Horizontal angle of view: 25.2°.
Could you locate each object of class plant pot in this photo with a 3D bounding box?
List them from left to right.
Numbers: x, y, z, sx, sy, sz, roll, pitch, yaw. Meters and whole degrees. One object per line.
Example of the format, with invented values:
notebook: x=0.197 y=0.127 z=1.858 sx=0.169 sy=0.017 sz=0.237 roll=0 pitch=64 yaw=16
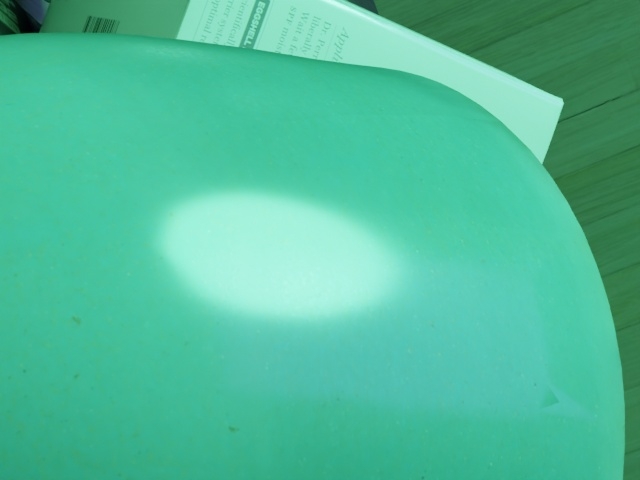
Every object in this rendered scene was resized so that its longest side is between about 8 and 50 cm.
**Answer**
plant pot: x=-0.084 y=0.060 z=0.495 sx=0.235 sy=0.293 sz=0.293 roll=10 pitch=54 yaw=-44

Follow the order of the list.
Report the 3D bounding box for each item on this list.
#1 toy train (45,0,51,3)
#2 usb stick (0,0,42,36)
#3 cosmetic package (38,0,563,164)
toy train: x=-0.199 y=-0.318 z=0.960 sx=0.190 sy=0.142 sz=0.334 roll=38 pitch=34 yaw=-61
usb stick: x=-0.220 y=-0.143 z=0.812 sx=0.077 sy=0.045 sz=0.278 roll=66 pitch=10 yaw=25
cosmetic package: x=-0.029 y=-0.067 z=0.805 sx=0.224 sy=0.138 sz=0.224 roll=21 pitch=1 yaw=-29
